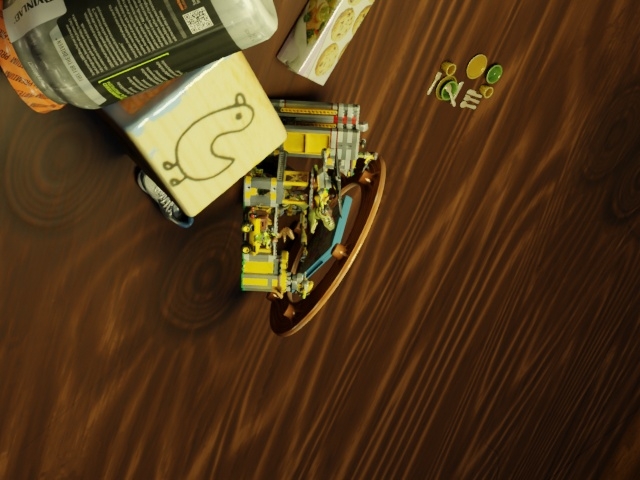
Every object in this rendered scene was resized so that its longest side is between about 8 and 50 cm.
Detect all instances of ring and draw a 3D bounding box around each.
[{"bbox_3d":[0.000,0.000,1.801,0.032,0.336,0.336,29,103,-14],"label":"ring"}]

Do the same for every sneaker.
[{"bbox_3d":[-0.230,-0.068,1.705,0.052,0.058,0.135,-42,140,-7],"label":"sneaker"}]

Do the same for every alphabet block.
[{"bbox_3d":[-0.194,-0.189,1.529,0.192,0.193,0.197,-40,141,-6],"label":"alphabet block"}]

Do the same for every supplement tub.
[{"bbox_3d":[-0.228,-0.281,1.355,0.316,0.193,0.193,-21,141,8],"label":"supplement tub"}]

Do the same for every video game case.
[{"bbox_3d":[-0.005,0.009,1.890,0.015,0.119,0.166,30,138,-15],"label":"video game case"}]

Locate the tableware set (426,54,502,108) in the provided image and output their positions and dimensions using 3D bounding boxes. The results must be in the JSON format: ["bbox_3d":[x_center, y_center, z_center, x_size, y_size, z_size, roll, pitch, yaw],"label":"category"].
[{"bbox_3d":[0.264,-0.286,1.996,0.154,0.024,0.104,10,115,-46],"label":"tableware set"}]

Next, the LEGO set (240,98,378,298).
[{"bbox_3d":[-0.013,-0.070,1.686,0.192,0.331,0.254,3,115,0],"label":"LEGO set"}]

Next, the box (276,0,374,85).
[{"bbox_3d":[0.049,-0.391,1.680,0.067,0.063,0.324,17,109,-50],"label":"box"}]
